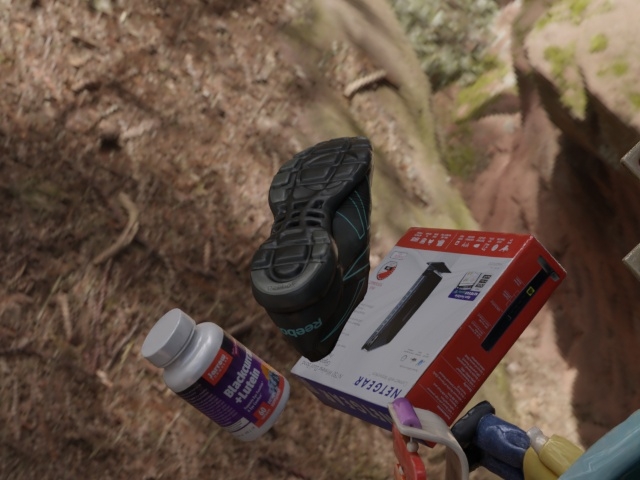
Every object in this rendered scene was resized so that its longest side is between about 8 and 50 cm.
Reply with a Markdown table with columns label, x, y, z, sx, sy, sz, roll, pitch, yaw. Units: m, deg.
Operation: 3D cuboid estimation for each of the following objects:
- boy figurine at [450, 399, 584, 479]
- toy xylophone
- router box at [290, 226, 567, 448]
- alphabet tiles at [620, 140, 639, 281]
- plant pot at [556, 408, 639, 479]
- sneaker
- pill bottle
| label | x | y | z | sx | sy | sz | roll | pitch | yaw |
| --- | --- | --- | --- | --- | --- | --- | --- | --- | --- |
| boy figurine | 0.291 | 0.313 | 1.474 | 0.092 | 0.177 | 0.285 | -32 | 44 | -28 |
| toy xylophone | 0.125 | 0.348 | 1.377 | 0.081 | 0.236 | 0.323 | 0 | 90 | -4 |
| router box | 0.142 | 0.120 | 1.676 | 0.082 | 0.335 | 0.301 | 46 | 74 | -19 |
| alphabet tiles | 0.418 | -0.037 | 0.955 | 0.342 | 0.011 | 0.285 | -42 | 85 | -9 |
| plant pot | 0.265 | 0.215 | 0.459 | 0.334 | 0.341 | 0.341 | 18 | 43 | -58 |
| sneaker | 0.000 | 0.000 | 1.135 | 0.267 | 0.101 | 0.106 | -68 | 144 | -47 |
| pill bottle | -0.144 | 0.179 | 1.620 | 0.193 | 0.108 | 0.108 | 40 | 44 | -22 |
